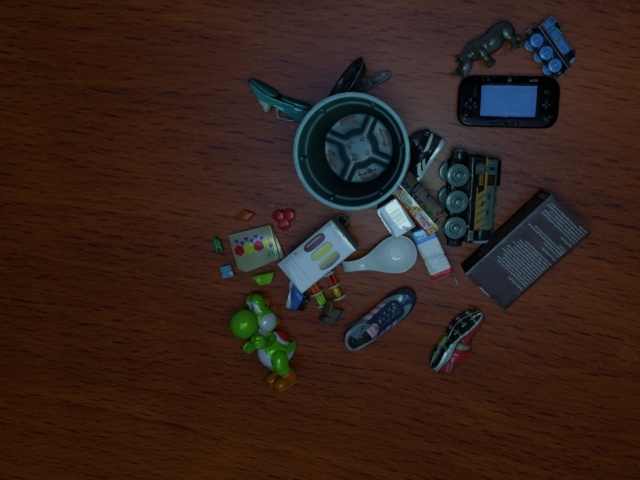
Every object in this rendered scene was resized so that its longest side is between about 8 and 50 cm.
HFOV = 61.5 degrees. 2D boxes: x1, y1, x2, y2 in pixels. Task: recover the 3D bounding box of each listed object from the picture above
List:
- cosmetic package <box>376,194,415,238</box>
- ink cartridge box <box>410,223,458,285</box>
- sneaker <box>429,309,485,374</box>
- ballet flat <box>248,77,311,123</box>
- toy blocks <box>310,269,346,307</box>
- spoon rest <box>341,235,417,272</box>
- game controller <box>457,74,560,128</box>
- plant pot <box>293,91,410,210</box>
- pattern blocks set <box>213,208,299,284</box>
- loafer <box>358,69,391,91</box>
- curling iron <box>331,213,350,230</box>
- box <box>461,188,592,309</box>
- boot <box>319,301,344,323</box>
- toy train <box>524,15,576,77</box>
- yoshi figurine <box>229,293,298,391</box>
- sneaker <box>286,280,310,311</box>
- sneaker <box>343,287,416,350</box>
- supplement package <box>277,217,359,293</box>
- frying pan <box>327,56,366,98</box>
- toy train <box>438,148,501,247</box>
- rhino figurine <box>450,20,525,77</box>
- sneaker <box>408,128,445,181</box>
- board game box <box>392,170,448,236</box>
[{"bbox_3d":[0.253,-0.095,1.799,0.085,0.231,0.117,-32,95,13],"label":"cosmetic package"},{"bbox_3d":[0.391,0.051,1.860,0.078,0.134,0.231,-24,97,11],"label":"ink cartridge box"},{"bbox_3d":[0.508,0.370,1.946,0.118,0.107,0.279,28,108,-18],"label":"sneaker"},{"bbox_3d":[-0.152,-0.470,1.857,0.247,0.083,0.087,27,118,4],"label":"ballet flat"},{"bbox_3d":[0.009,0.160,1.979,0.123,0.054,0.148,-24,98,12],"label":"toy blocks"},{"bbox_3d":[0.206,0.065,1.916,0.276,0.084,0.137,-14,100,12],"label":"spoon rest"},{"bbox_3d":[0.611,-0.452,1.758,0.319,0.067,0.166,3,102,7],"label":"game controller"},{"bbox_3d":[0.110,-0.287,1.726,0.341,0.334,0.341,2,101,8],"label":"plant pot"},{"bbox_3d":[-0.237,0.025,1.994,0.325,0.026,0.285,-6,98,12],"label":"pattern blocks set"},{"bbox_3d":[0.178,-0.539,1.813,0.125,0.039,0.045,-23,99,12],"label":"loafer"},{"bbox_3d":[0.000,0.000,1.955,0.274,0.035,0.068,-38,94,13],"label":"curling iron"},{"bbox_3d":[0.683,0.030,1.815,0.191,0.143,0.381,44,102,-3],"label":"box"},{"bbox_3d":[0.049,0.262,1.977,0.087,0.042,0.118,1,138,-29],"label":"boot"},{"bbox_3d":[0.730,-0.609,1.703,0.105,0.080,0.184,-38,94,8],"label":"toy train"},{"bbox_3d":[-0.228,0.384,1.993,0.204,0.203,0.362,-19,96,18],"label":"yoshi figurine"},{"bbox_3d":[-0.074,0.192,1.993,0.085,0.058,0.152,15,108,11],"label":"sneaker"},{"bbox_3d":[0.217,0.296,1.938,0.319,0.131,0.112,-41,93,14],"label":"sneaker"},{"bbox_3d":[-0.004,0.048,1.873,0.244,0.134,0.139,-40,89,12],"label":"supplement package"},{"bbox_3d":[0.048,-0.458,1.778,0.053,0.197,0.326,31,106,-20],"label":"frying pan"},{"bbox_3d":[0.501,-0.139,1.810,0.190,0.142,0.333,-1,102,-1],"label":"toy train"},{"bbox_3d":[0.524,-0.608,1.733,0.243,0.073,0.106,-32,86,15],"label":"rhino figurine"},{"bbox_3d":[0.317,-0.278,1.836,0.121,0.079,0.217,33,96,3],"label":"sneaker"},{"bbox_3d":[0.313,-0.120,1.708,0.193,0.147,0.045,49,122,1],"label":"board game box"}]
